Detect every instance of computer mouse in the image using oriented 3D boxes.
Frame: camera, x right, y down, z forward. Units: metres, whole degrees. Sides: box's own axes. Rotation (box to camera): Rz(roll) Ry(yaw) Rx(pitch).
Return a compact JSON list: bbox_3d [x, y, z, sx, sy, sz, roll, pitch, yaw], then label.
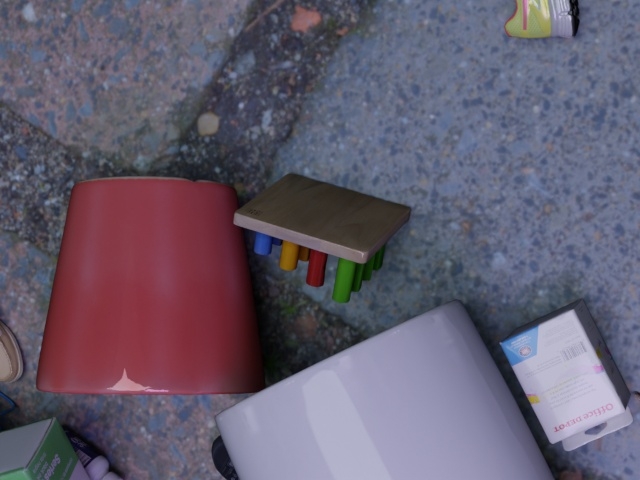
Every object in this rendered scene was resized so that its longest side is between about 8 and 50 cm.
[{"bbox_3d":[-0.030,0.313,1.536,0.242,0.041,0.071,35,113,6],"label":"computer mouse"}]

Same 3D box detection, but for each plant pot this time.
[{"bbox_3d":[-0.198,0.056,1.462,0.274,0.275,0.243,-1,86,19],"label":"plant pot"}]

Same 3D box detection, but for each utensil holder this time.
[{"bbox_3d":[0.097,0.300,1.340,0.327,0.327,0.386,-29,83,19],"label":"utensil holder"}]

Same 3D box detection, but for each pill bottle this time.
[{"bbox_3d":[-0.317,0.295,1.610,0.120,0.067,0.067,33,104,13],"label":"pill bottle"}]

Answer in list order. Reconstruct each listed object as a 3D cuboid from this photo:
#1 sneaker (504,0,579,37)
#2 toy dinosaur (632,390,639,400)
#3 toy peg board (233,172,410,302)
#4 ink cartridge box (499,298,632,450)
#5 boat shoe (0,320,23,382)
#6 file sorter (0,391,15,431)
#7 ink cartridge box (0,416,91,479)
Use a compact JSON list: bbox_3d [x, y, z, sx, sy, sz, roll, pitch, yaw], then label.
[{"bbox_3d":[0.222,-0.320,1.370,0.094,0.081,0.209,-10,92,21],"label":"sneaker"},{"bbox_3d":[0.465,0.146,1.310,0.295,0.127,0.200,43,99,5],"label":"toy dinosaur"},{"bbox_3d":[0.000,0.000,1.438,0.160,0.161,0.079,17,114,17],"label":"toy peg board"},{"bbox_3d":[0.279,0.152,1.385,0.092,0.090,0.143,-27,87,19],"label":"ink cartridge box"},{"bbox_3d":[-0.458,0.119,1.647,0.063,0.059,0.170,-37,83,18],"label":"boat shoe"},{"bbox_3d":[-0.501,0.267,1.650,0.118,0.104,0.170,33,103,13],"label":"file sorter"},{"bbox_3d":[-0.372,0.389,1.547,0.211,0.121,0.289,-18,112,14],"label":"ink cartridge box"}]
